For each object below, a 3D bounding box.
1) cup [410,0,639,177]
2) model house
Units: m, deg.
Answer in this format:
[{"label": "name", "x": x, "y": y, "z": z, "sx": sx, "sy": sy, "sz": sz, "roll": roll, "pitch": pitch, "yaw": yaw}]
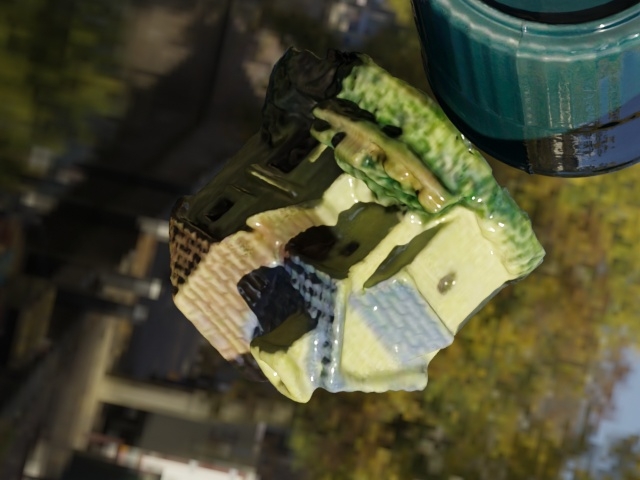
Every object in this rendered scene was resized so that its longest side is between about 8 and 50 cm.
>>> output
[{"label": "cup", "x": 0.199, "y": -0.217, "z": 1.351, "sx": 0.308, "sy": 0.242, "sz": 0.292, "roll": -44, "pitch": 165, "yaw": -1}, {"label": "model house", "x": 0.000, "y": 0.000, "z": 1.771, "sx": 0.266, "sy": 0.261, "sz": 0.321, "roll": -46, "pitch": -148, "yaw": -11}]
